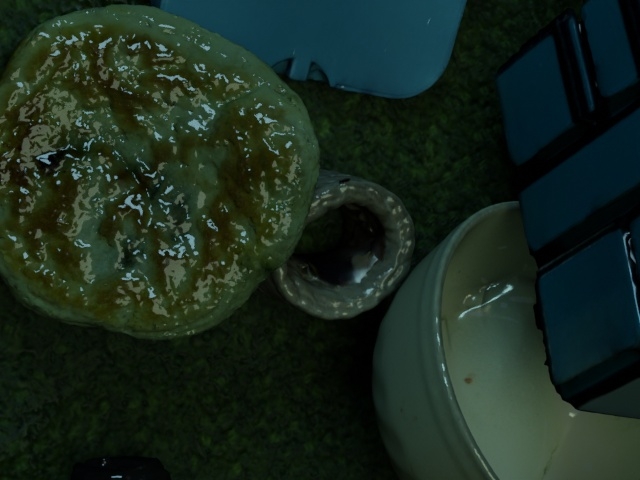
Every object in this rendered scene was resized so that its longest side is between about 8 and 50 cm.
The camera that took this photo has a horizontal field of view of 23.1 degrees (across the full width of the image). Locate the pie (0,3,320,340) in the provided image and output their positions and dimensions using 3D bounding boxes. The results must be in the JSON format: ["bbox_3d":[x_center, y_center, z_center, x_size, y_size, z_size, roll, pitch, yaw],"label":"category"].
[{"bbox_3d":[-0.122,-0.047,1.046,0.240,0.054,0.240,0,87,-1],"label":"pie"}]

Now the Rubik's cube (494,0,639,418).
[{"bbox_3d":[0.325,-0.041,1.094,0.293,0.288,0.283,8,61,-32],"label":"Rubik's cube"}]

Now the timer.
[{"bbox_3d":[0.003,-0.239,1.122,0.232,0.091,0.250,9,105,-26],"label":"timer"}]

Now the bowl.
[{"bbox_3d":[0.141,0.121,1.149,0.277,0.145,0.277,21,56,-34],"label":"bowl"}]

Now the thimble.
[{"bbox_3d":[0.000,0.000,1.128,0.115,0.090,0.102,3,99,-26],"label":"thimble"}]

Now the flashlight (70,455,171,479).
[{"bbox_3d":[-0.140,0.267,1.106,0.093,0.093,0.232,-7,95,-23],"label":"flashlight"}]
